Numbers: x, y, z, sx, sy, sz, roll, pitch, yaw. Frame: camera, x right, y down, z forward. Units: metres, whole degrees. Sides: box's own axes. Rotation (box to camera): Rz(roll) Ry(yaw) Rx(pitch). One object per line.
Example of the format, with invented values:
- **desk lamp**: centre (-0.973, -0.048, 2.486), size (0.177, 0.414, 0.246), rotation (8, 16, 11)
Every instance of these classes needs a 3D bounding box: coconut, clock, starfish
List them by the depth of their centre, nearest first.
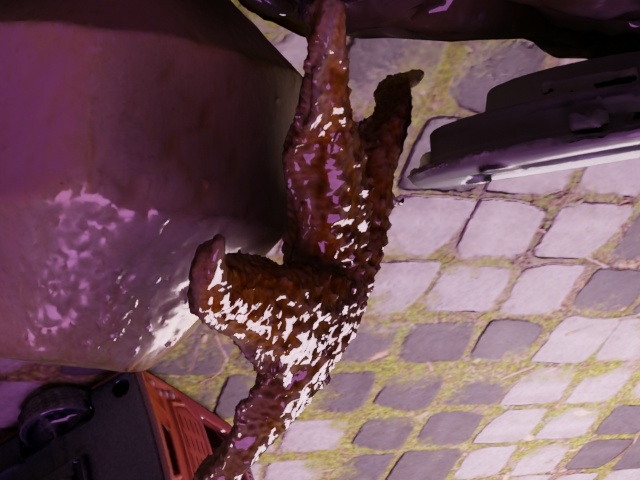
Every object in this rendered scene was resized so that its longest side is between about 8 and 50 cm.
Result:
- **starfish**: centre (0.004, 0.002, 0.499), size (0.060, 0.299, 0.302), rotation (23, 167, 11)
- **clock**: centre (0.162, -0.070, 0.546), size (0.236, 0.053, 0.236), rotation (-10, -179, 0)
- **coconut**: centre (-0.124, -0.051, 0.578), size (0.259, 0.259, 0.259), rotation (-10, 140, -9)

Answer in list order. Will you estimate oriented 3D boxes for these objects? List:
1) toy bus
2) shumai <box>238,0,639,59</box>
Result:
- **toy bus**: centre (-0.273, 0.314, 0.957), size (0.427, 0.203, 0.233), rotation (-32, 143, 14)
- **shumai**: centre (0.094, -0.157, 0.501), size (0.283, 0.217, 0.346), rotation (-30, 161, 7)
